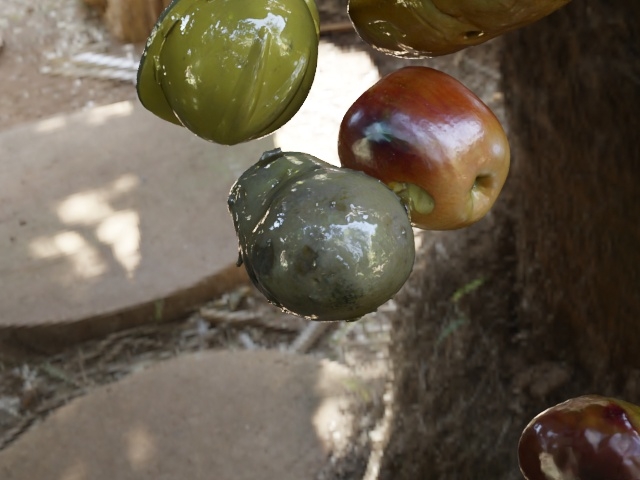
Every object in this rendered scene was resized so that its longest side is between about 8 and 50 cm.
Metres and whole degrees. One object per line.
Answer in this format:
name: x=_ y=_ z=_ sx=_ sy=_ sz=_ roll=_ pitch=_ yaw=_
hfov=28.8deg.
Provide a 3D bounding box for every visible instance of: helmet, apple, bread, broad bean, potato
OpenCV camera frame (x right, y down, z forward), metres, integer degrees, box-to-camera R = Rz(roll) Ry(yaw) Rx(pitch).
helmet: x=-0.097 y=-0.186 z=1.468 sx=0.205 sy=0.257 sz=0.140 roll=20 pitch=35 yaw=-34
apple: x=0.118 y=-0.097 z=1.397 sx=0.199 sy=0.199 sz=0.199 roll=-5 pitch=36 yaw=4
bread: x=0.207 y=-0.347 z=1.408 sx=0.328 sy=0.148 sz=0.337 roll=-21 pitch=32 yaw=50
broad bean: x=0.318 y=0.252 z=1.315 sx=0.228 sy=0.156 sz=0.122 roll=32 pitch=14 yaw=29
potato: x=0.000 y=0.000 z=1.171 sx=0.165 sy=0.165 sz=0.262 roll=-20 pitch=20 yaw=-16
